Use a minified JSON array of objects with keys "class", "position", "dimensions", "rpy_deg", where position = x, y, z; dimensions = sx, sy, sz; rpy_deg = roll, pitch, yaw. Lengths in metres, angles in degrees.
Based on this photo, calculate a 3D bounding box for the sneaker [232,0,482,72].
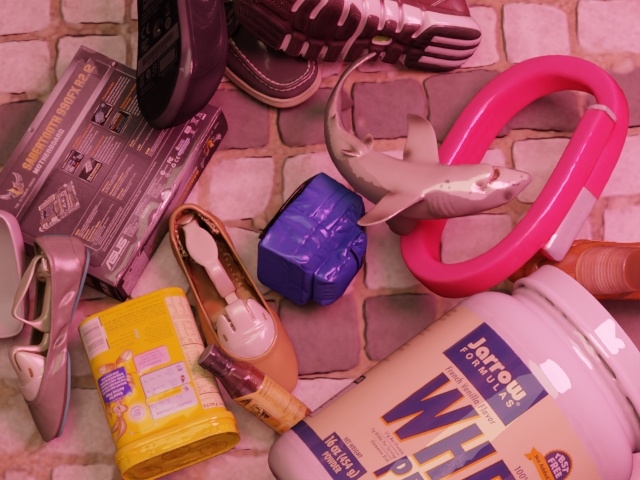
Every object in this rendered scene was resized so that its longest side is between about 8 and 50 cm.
[{"class":"sneaker","position":[0.033,-0.279,1.776],"dimensions":[0.281,0.106,0.162],"rpy_deg":[10,55,-23]}]

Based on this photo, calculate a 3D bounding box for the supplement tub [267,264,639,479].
[{"class":"supplement tub","position":[0.140,0.196,1.534],"dimensions":[0.325,0.235,0.235],"rpy_deg":[-36,70,-8]}]

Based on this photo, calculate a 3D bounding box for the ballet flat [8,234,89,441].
[{"class":"ballet flat","position":[-0.286,0.098,1.675],"dimensions":[0.068,0.072,0.213],"rpy_deg":[9,91,-29]}]

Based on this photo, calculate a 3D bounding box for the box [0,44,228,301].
[{"class":"box","position":[-0.235,-0.074,1.769],"dimensions":[0.183,0.056,0.231],"rpy_deg":[25,74,15]}]

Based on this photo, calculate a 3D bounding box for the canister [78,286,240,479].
[{"class":"canister","position":[-0.167,0.145,1.672],"dimensions":[0.126,0.073,0.170],"rpy_deg":[-20,67,-2]}]

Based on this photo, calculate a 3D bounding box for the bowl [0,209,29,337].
[{"class":"bowl","position":[-0.368,0.028,1.717],"dimensions":[0.142,0.053,0.142],"rpy_deg":[0,107,16]}]

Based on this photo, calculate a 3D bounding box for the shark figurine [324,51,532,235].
[{"class":"shark figurine","position":[0.064,-0.065,1.672],"dimensions":[0.166,0.116,0.278],"rpy_deg":[-36,49,-19]}]

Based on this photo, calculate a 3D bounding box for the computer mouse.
[{"class":"computer mouse","position":[-0.138,-0.242,1.732],"dimensions":[0.072,0.188,0.272],"rpy_deg":[11,69,-31]}]

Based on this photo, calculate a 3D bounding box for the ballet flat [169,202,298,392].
[{"class":"ballet flat","position":[-0.099,0.061,1.696],"dimensions":[0.080,0.073,0.232],"rpy_deg":[-30,70,-5]}]

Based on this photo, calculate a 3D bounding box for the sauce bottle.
[{"class":"sauce bottle","position":[-0.067,0.150,1.646],"dimensions":[0.128,0.042,0.042],"rpy_deg":[38,75,-13]}]

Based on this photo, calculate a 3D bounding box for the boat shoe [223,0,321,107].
[{"class":"boat shoe","position":[-0.097,-0.271,1.810],"dimensions":[0.103,0.092,0.285],"rpy_deg":[-29,69,-6]}]

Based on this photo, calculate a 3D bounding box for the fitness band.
[{"class":"fitness band","position":[0.193,-0.067,1.666],"dimensions":[0.209,0.054,0.291],"rpy_deg":[12,65,51]}]

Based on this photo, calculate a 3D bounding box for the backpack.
[{"class":"backpack","position":[0.000,0.000,1.700],"dimensions":[0.101,0.098,0.120],"rpy_deg":[31,63,8]}]

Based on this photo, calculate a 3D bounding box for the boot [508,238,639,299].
[{"class":"boot","position":[0.297,0.028,1.661],"dimensions":[0.152,0.197,0.073],"rpy_deg":[0,83,46]}]
